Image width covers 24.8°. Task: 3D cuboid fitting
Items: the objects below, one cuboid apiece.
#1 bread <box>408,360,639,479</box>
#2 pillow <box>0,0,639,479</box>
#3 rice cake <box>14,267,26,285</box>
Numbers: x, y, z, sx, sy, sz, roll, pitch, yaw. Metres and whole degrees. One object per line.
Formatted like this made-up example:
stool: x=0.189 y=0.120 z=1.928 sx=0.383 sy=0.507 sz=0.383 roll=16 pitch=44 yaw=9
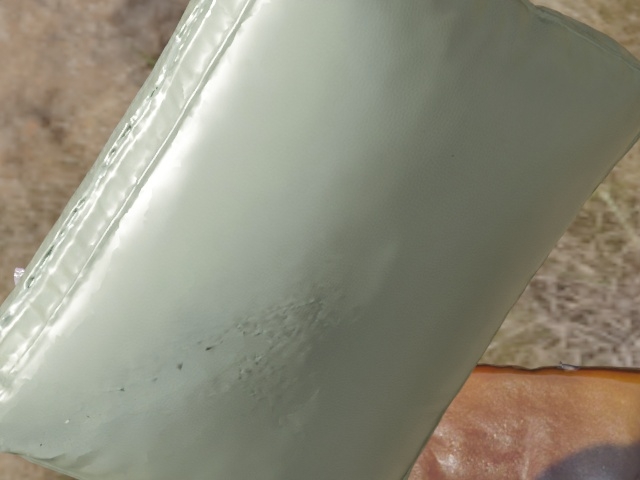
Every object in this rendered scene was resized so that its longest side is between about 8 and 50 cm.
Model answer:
bread: x=0.206 y=0.288 z=1.490 sx=0.324 sy=0.143 sz=0.333 roll=-1 pitch=59 yaw=20
pillow: x=0.000 y=0.000 z=0.726 sx=0.322 sy=0.255 sz=0.120 roll=-57 pitch=33 yaw=11
rice cake: x=-0.347 y=0.096 z=1.973 sx=0.207 sy=0.047 sz=0.036 roll=36 pitch=83 yaw=35
